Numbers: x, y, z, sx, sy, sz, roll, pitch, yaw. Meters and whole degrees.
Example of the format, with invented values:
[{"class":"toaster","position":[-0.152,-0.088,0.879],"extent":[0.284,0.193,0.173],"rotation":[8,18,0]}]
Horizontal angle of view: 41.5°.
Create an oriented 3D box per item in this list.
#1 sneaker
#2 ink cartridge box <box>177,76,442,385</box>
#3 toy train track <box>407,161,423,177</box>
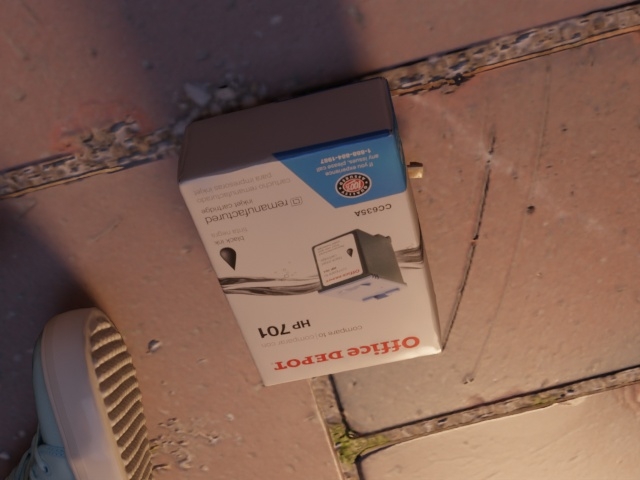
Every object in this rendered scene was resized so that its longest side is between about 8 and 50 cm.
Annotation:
[{"class":"sneaker","position":[-0.211,0.217,0.678],"extent":[0.150,0.135,0.366],"rotation":[-6,122,-8]},{"class":"ink cartridge box","position":[0.000,0.000,0.587],"extent":[0.139,0.082,0.191],"rotation":[-13,125,8]},{"class":"toy train track","position":[0.032,-0.050,0.610],"extent":[0.083,0.014,0.048],"rotation":[-3,128,1]}]
